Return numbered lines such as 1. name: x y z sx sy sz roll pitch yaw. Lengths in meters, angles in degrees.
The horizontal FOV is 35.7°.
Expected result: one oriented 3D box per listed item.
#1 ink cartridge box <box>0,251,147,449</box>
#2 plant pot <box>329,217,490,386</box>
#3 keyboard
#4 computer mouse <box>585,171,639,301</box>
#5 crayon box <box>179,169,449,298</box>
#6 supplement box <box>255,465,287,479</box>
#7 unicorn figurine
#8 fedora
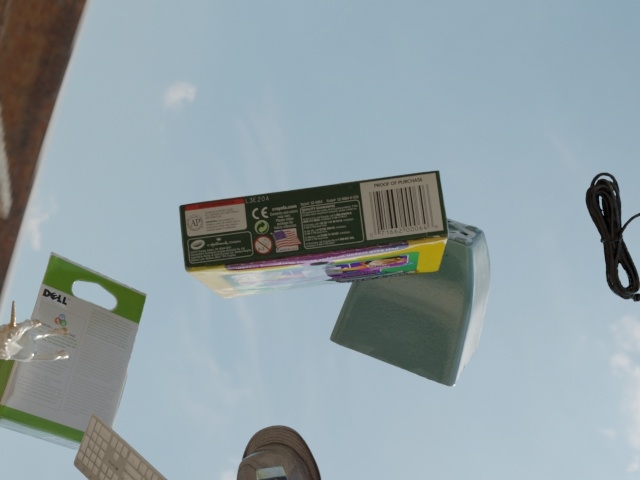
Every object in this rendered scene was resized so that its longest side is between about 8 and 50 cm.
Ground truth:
1. ink cartridge box: -0.393 0.174 1.527 0.097 0.188 0.255 -13 -123 47
2. plant pot: 0.194 0.083 1.874 0.248 0.247 0.252 -32 139 -67
3. keyboard: -0.198 0.287 1.117 0.256 0.014 0.072 29 -72 38
4. computer mouse: 0.472 -0.009 1.228 0.060 0.261 0.184 -62 141 -76
5. crayon box: 0.000 0.000 1.489 0.313 0.362 0.106 67 16 -80
6. supplement box: -0.094 0.501 1.970 0.083 0.056 0.083 -169 -108 -82
7. unicorn figurine: -0.338 0.111 1.105 0.161 0.111 0.060 -18 -102 36
8. fedora: -0.118 0.581 2.311 0.243 0.124 0.276 -15 -93 35
